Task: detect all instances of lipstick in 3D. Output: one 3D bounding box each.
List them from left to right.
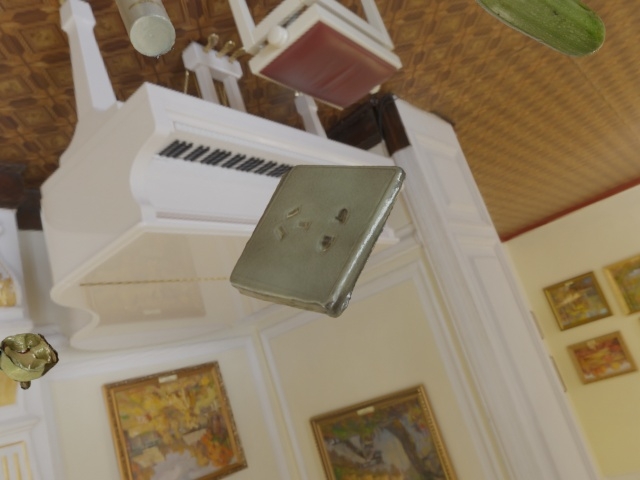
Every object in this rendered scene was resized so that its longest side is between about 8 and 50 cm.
[{"bbox_3d":[-0.261,-0.351,0.726,0.059,0.263,0.059,-20,146,-14],"label":"lipstick"}]

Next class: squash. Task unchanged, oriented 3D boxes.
[{"bbox_3d":[0.282,-0.300,0.676,0.239,0.069,0.069,12,151,-28],"label":"squash"}]

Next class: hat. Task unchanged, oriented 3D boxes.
[{"bbox_3d":[-0.465,0.189,0.822,0.059,0.077,0.076,-51,163,18],"label":"hat"}]

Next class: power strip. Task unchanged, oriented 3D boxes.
[{"bbox_3d":[0.000,0.000,0.651,0.213,0.198,0.064,9,156,48],"label":"power strip"}]
